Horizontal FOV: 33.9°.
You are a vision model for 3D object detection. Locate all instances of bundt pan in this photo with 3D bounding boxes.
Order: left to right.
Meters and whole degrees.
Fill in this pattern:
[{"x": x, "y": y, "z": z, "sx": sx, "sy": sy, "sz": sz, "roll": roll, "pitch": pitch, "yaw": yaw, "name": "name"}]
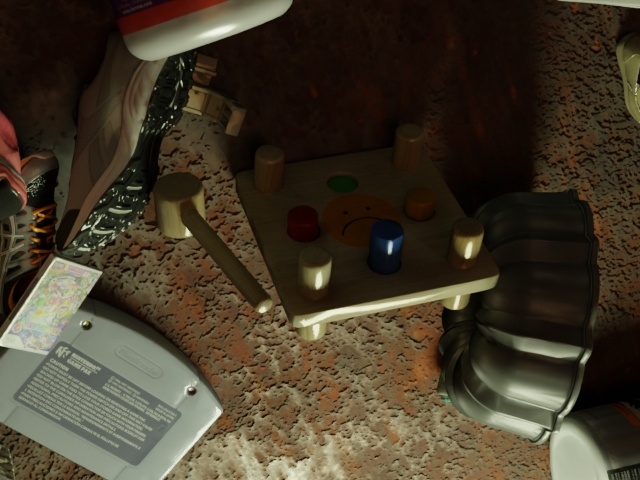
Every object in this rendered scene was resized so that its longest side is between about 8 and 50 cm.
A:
[{"x": 0.236, "y": 0.086, "z": 1.340, "sx": 0.124, "sy": 0.331, "sz": 0.331, "roll": 10, "pitch": 111, "yaw": -5, "name": "bundt pan"}]

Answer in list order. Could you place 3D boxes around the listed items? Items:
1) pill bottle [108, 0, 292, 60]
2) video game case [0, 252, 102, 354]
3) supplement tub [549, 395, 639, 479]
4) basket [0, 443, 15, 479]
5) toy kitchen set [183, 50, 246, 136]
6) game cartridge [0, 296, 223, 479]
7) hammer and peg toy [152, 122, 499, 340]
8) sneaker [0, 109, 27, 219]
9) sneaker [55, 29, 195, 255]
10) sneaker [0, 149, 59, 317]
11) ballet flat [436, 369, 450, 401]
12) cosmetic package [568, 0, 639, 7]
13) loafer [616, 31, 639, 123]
[{"x": -0.156, "y": -0.354, "z": 1.033, "sx": 0.181, "sy": 0.181, "sz": 0.323, "roll": -21, "pitch": 104, "yaw": -9, "name": "pill bottle"}, {"x": -0.314, "y": 0.075, "z": 1.215, "sx": 0.122, "sy": 0.011, "sz": 0.087, "roll": -55, "pitch": 151, "yaw": 4, "name": "video game case"}, {"x": 0.531, "y": 0.330, "z": 1.617, "sx": 0.316, "sy": 0.193, "sz": 0.194, "roll": -9, "pitch": 117, "yaw": -16, "name": "supplement tub"}, {"x": -0.470, "y": 0.290, "z": 1.288, "sx": 0.167, "sy": 0.103, "sz": 0.113, "roll": 35, "pitch": 99, "yaw": -29, "name": "basket"}, {"x": -0.131, "y": -0.173, "z": 1.210, "sx": 0.083, "sy": 0.075, "sz": 0.068, "roll": 14, "pitch": 107, "yaw": -24, "name": "toy kitchen set"}, {"x": -0.277, "y": 0.190, "z": 1.341, "sx": 0.196, "sy": 0.060, "sz": 0.294, "roll": -46, "pitch": 121, "yaw": 9, "name": "game cartridge"}, {"x": 0.000, "y": 0.000, "z": 1.233, "sx": 0.361, "sy": 0.266, "sz": 0.127, "roll": -11, "pitch": 135, "yaw": -16, "name": "hammer and peg toy"}, {"x": -0.414, "y": -0.137, "z": 1.026, "sx": 0.116, "sy": 0.136, "sz": 0.314, "roll": -20, "pitch": 144, "yaw": 20, "name": "sneaker"}, {"x": -0.237, "y": -0.109, "z": 1.188, "sx": 0.108, "sy": 0.100, "sz": 0.271, "roll": 26, "pitch": 96, "yaw": 17, "name": "sneaker"}, {"x": -0.335, "y": -0.005, "z": 1.196, "sx": 0.083, "sy": 0.084, "sz": 0.215, "roll": 32, "pitch": 115, "yaw": 14, "name": "sneaker"}, {"x": 0.265, "y": 0.219, "z": 1.545, "sx": 0.213, "sy": 0.072, "sz": 0.068, "roll": 16, "pitch": 77, "yaw": -28, "name": "ballet flat"}, {"x": 0.312, "y": -0.460, "z": 1.167, "sx": 0.155, "sy": 0.197, "sz": 0.366, "roll": -2, "pitch": 116, "yaw": -20, "name": "cosmetic package"}, {"x": 0.439, "y": -0.209, "z": 1.413, "sx": 0.056, "sy": 0.050, "sz": 0.148, "roll": -34, "pitch": 120, "yaw": -2, "name": "loafer"}]
